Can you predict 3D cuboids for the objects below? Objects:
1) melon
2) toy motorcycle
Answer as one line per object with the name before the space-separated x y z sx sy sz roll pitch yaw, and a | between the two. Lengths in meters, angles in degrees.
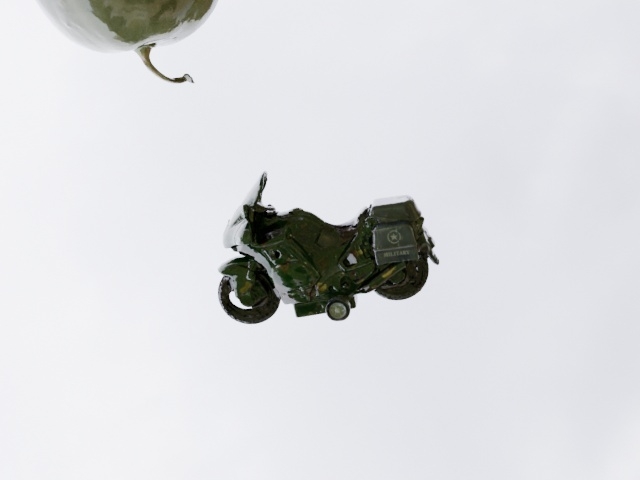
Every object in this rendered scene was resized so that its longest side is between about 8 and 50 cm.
melon | -0.240 -0.367 1.463 0.272 0.272 0.308 5 -114 -49
toy motorcycle | 0.000 0.000 1.456 0.125 0.275 0.187 -74 -25 -73
